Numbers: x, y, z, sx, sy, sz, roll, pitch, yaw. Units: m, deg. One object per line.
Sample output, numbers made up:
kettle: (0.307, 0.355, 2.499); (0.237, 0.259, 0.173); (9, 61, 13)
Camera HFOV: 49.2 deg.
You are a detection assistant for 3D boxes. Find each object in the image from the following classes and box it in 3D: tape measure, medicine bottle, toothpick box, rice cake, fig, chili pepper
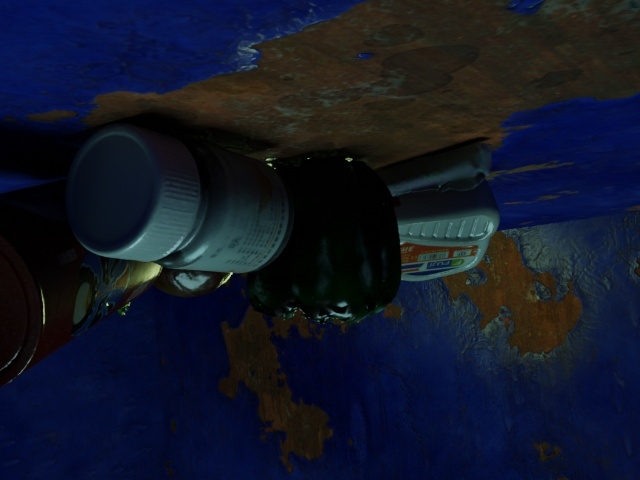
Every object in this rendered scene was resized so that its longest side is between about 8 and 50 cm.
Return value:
tape measure: (0.214, -0.030, 1.412); (0.258, 0.130, 0.265); (-8, 145, -8)
medicine bottle: (-0.164, -0.045, 0.880); (0.165, 0.165, 0.273); (-8, 172, 27)
toothpick box: (-0.351, 0.032, 0.880); (0.204, 0.204, 0.333); (-7, -169, 11)
rice cake: (0.168, -0.099, 1.164); (0.051, 0.081, 0.290); (14, 164, -35)
fig: (-0.245, 0.000, 1.249); (0.205, 0.205, 0.205); (-6, 175, 0)
chili pepper: (0.000, 0.000, 1.108); (0.248, 0.257, 0.233); (-5, 180, 9)

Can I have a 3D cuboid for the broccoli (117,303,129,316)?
broccoli: (-0.442, 0.040, 1.205); (0.241, 0.269, 0.261); (-38, -159, -2)
